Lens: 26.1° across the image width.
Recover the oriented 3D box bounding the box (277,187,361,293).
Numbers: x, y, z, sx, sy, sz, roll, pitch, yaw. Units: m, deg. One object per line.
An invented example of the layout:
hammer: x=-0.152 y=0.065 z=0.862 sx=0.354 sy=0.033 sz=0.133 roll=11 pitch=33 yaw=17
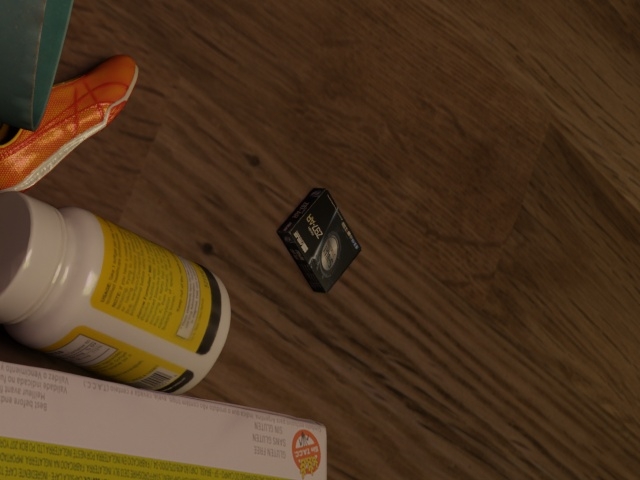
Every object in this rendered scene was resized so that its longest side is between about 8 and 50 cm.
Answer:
box: x=0.000 y=0.000 z=1.369 sx=0.067 sy=0.018 sz=0.083 roll=-50 pitch=125 yaw=-30

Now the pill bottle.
pill bottle: x=-0.183 y=0.044 z=1.121 sx=0.208 sy=0.119 sz=0.119 roll=29 pitch=73 yaw=-43

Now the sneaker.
sneaker: x=-0.213 y=-0.106 z=1.121 sx=0.175 sy=0.064 sz=0.067 roll=-47 pitch=114 yaw=-35

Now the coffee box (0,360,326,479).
coffee box: x=-0.228 y=0.276 z=0.884 sx=0.338 sy=0.337 sz=0.334 roll=19 pitch=64 yaw=-48

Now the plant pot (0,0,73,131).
plant pot: x=-0.262 y=-0.236 z=0.946 sx=0.195 sy=0.290 sz=0.290 roll=11 pitch=84 yaw=-8
